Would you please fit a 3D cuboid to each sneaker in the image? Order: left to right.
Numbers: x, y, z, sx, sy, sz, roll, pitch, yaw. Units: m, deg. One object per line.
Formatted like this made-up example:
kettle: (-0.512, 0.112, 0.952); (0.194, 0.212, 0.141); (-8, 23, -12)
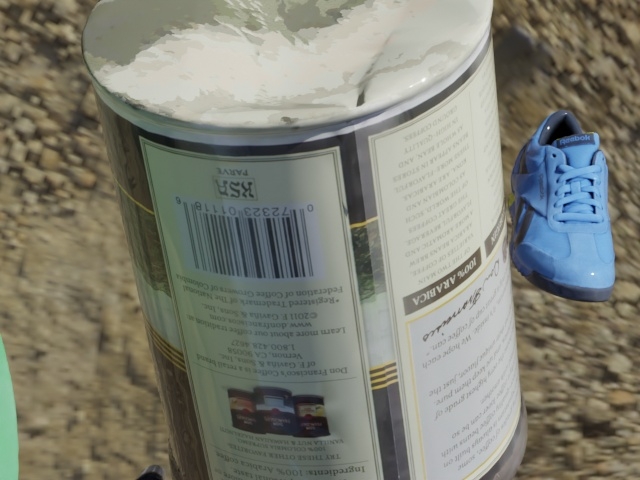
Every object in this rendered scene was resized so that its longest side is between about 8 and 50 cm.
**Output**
sneaker: (0.177, -0.029, 1.414); (0.069, 0.209, 0.082); (11, 117, -6)

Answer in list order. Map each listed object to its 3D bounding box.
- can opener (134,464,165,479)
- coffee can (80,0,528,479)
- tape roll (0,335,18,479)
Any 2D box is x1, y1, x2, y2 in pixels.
can opener: (-0.126, 0.238, 1.262); (0.059, 0.073, 0.186); (21, 107, 9)
coffee can: (0.000, 0.000, 1.014); (0.201, 0.201, 0.275); (4, 127, 16)
tape roll: (-0.280, 0.103, 0.848); (0.077, 0.321, 0.321); (1, 84, 44)
